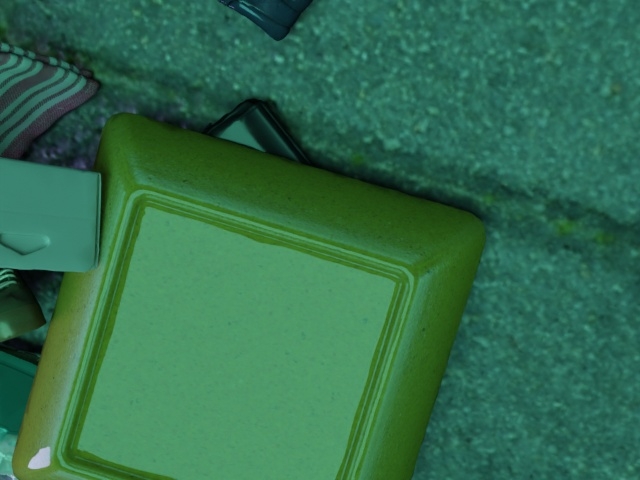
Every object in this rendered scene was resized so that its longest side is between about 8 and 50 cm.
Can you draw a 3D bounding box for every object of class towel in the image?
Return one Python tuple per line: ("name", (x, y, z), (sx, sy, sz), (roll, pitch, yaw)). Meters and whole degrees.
("towel", (-0.291, -0.107, 0.744), (0.144, 0.197, 0.029), (-36, 73, 21))

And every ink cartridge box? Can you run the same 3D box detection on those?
("ink cartridge box", (-0.283, -0.020, 0.697), (0.191, 0.140, 0.082), (0, 86, 35))

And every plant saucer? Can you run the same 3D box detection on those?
("plant saucer", (-0.065, 0.095, 0.734), (0.333, 0.081, 0.332), (16, 94, 1))

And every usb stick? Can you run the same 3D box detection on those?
("usb stick", (0.000, 0.000, 0.800), (0.077, 0.045, 0.278), (-37, 98, 12))

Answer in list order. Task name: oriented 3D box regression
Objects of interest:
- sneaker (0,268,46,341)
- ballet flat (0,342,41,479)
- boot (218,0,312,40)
("sneaker", (-0.298, 0.042, 0.814), (0.064, 0.192, 0.086), (-20, 97, -25))
("ballet flat", (-0.223, 0.194, 0.884), (0.409, 0.147, 0.146), (19, 111, 7))
("boot", (-0.083, -0.243, 0.717), (0.190, 0.069, 0.086), (36, 109, -5))
